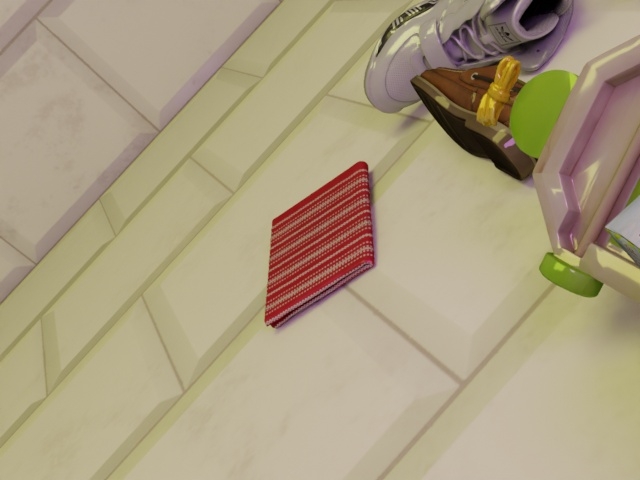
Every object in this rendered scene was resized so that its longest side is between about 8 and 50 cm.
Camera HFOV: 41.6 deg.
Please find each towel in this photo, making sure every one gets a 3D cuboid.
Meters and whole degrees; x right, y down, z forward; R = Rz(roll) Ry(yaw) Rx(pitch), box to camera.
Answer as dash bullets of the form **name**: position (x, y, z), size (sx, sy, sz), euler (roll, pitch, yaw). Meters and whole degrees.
- **towel**: position (0.000, 0.000, 1.287), size (0.199, 0.031, 0.275), euler (-34, 29, 22)

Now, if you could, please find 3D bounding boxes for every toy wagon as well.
- **toy wagon**: position (0.281, -0.070, 0.697), size (0.344, 0.068, 0.267), euler (36, 109, 43)

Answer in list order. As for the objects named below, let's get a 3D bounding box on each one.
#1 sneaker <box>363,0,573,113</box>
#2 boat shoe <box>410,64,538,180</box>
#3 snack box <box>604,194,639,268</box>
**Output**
- **sneaker**: position (0.221, -0.304, 1.261), size (0.366, 0.137, 0.210), euler (-36, 23, 14)
- **boat shoe**: position (0.225, -0.174, 1.114), size (0.104, 0.111, 0.307), euler (-41, 34, 3)
- **snack box**: position (0.316, 0.011, 0.531), size (0.174, 0.207, 0.070), euler (-44, 13, 7)
